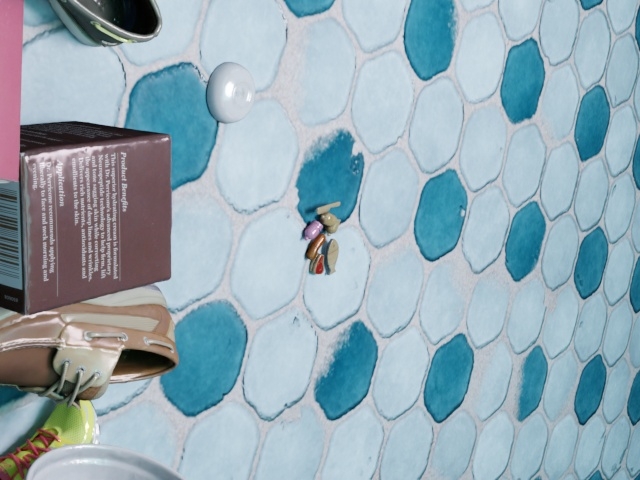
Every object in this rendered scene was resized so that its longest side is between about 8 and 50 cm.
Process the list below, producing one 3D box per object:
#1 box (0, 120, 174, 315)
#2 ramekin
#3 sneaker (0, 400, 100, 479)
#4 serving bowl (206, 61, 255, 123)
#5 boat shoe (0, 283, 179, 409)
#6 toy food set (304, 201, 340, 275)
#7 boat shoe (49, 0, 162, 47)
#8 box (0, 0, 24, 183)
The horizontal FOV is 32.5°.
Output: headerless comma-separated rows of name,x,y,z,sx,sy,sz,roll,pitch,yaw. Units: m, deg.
box,-0.287,-0.033,1.175,0.203,0.167,0.168,-14,110,-51
ramekin,-0.234,0.325,1.202,0.207,0.207,0.109,-4,120,-52
sneaker,-0.333,0.266,1.272,0.094,0.081,0.208,45,64,-46
serving bowl,-0.114,-0.197,1.472,0.083,0.027,0.083,-18,113,-48
boat shoe,-0.279,0.125,1.239,0.324,0.123,0.116,-9,64,-50
toy food set,0.000,0.000,1.687,0.078,0.019,0.122,-19,122,-49
boat shoe,-0.279,-0.318,1.168,0.305,0.091,0.109,48,62,-47
box,-0.366,-0.169,0.999,0.127,0.149,0.232,4,87,-71
